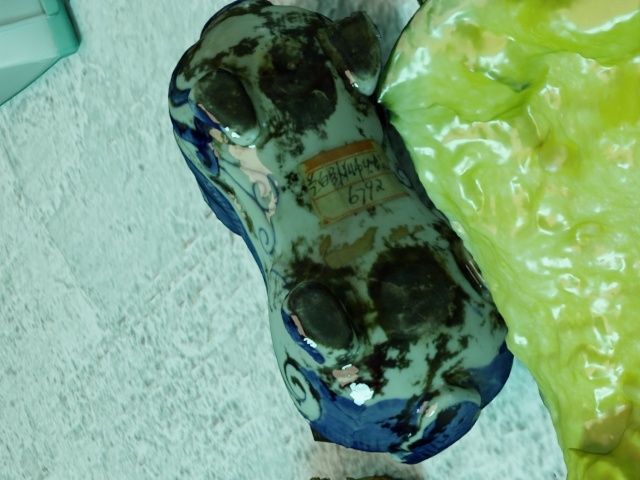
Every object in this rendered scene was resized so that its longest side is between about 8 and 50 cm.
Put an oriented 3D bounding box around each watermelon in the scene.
[{"bbox_3d":[0.188,0.014,0.628,0.331,0.189,0.330,19,122,34],"label":"watermelon"}]

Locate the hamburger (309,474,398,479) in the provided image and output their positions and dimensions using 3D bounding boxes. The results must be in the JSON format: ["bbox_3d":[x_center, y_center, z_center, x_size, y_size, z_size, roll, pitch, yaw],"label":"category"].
[{"bbox_3d":[0.022,0.246,1.097,0.182,0.118,0.191,39,134,35],"label":"hamburger"}]

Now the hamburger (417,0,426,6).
[{"bbox_3d":[0.094,-0.160,0.736,0.185,0.113,0.177,-4,105,57],"label":"hamburger"}]

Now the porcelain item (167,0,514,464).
[{"bbox_3d":[0.000,0.000,0.966,0.288,0.138,0.186,60,159,16],"label":"porcelain item"}]

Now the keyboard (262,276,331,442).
[{"bbox_3d":[-0.018,0.044,1.134,0.067,0.011,0.202,-7,102,60],"label":"keyboard"}]

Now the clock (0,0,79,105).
[{"bbox_3d":[-0.321,-0.235,1.345,0.231,0.116,0.262,-18,92,60],"label":"clock"}]
